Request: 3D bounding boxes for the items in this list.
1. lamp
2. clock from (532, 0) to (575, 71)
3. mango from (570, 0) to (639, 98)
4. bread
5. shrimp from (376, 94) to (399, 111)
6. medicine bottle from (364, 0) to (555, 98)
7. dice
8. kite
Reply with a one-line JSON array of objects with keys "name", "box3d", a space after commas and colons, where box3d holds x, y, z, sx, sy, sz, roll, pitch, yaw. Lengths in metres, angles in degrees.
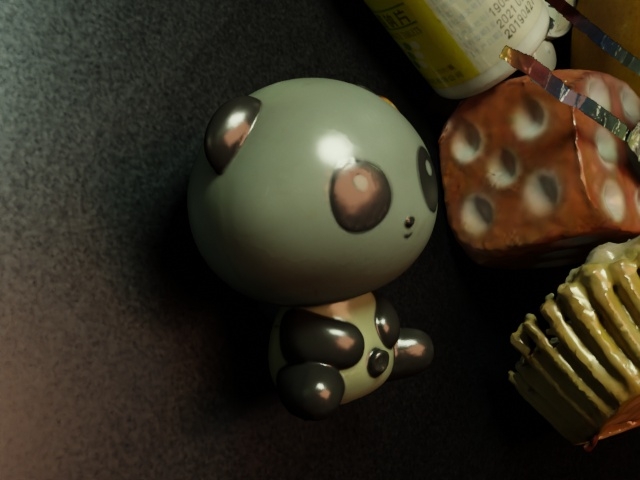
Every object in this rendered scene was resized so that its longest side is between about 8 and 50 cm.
[{"name": "lamp", "box3d": [0.000, 0.000, 0.697, 0.197, 0.197, 0.244, -16, 98, -46]}, {"name": "clock", "box3d": [0.239, -0.308, 1.111, 0.155, 0.063, 0.229, -3, 80, -43]}, {"name": "mango", "box3d": [0.412, -0.185, 1.061, 0.232, 0.300, 0.446, 0, 110, -20]}, {"name": "bread", "box3d": [0.321, 0.098, 0.928, 0.274, 0.274, 0.149, -1, 52, -45]}, {"name": "shrimp", "box3d": [0.059, -0.052, 0.873, 0.124, 0.034, 0.178, 38, 49, -39]}, {"name": "medicine bottle", "box3d": [0.102, -0.275, 0.902, 0.258, 0.143, 0.143, 48, 49, -25]}, {"name": "dice", "box3d": [0.241, -0.070, 0.956, 0.173, 0.179, 0.175, 7, 71, -44]}, {"name": "kite", "box3d": [0.320, -0.141, 0.858, 0.360, 0.022, 0.204, 21, 101, -29]}]
